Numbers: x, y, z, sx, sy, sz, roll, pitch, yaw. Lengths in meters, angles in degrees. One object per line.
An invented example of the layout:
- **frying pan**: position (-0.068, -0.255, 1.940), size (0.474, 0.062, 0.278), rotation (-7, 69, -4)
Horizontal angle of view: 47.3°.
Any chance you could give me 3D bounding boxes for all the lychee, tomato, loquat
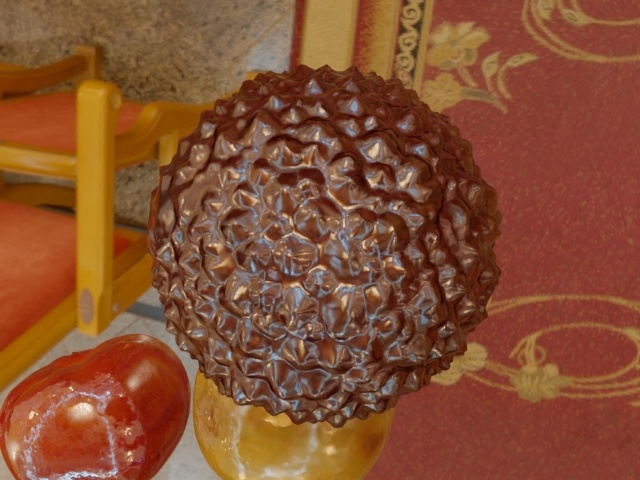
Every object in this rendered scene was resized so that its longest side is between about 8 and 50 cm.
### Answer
- **lychee**: position (0.000, 0.000, 0.551), size (0.300, 0.264, 0.264), rotation (42, 127, 55)
- **tomato**: position (-0.343, 0.285, 1.149), size (0.298, 0.298, 0.227), rotation (-17, 96, 27)
- **loquat**: position (-0.026, 0.165, 0.744), size (0.207, 0.208, 0.208), rotation (7, 108, 22)
